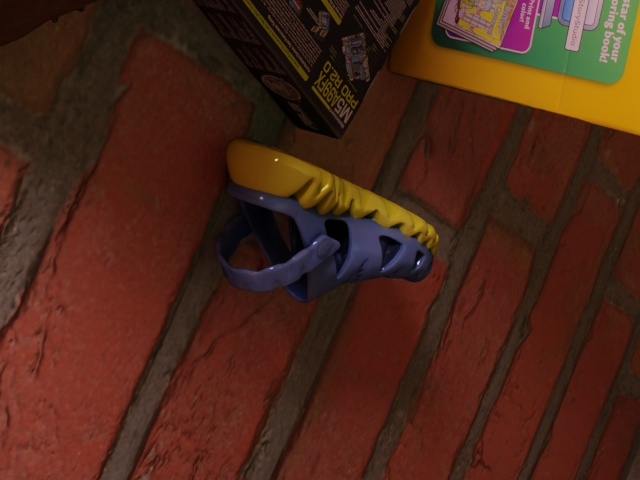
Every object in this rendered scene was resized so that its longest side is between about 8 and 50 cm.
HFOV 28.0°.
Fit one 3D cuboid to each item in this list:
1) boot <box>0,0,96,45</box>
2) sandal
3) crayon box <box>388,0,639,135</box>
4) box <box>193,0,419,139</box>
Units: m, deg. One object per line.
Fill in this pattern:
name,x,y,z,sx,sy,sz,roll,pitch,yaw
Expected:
boot,-0.191,-0.214,0.953,0.305,0.112,0.115,-22,154,-54
sandal,0.000,0.000,1.288,0.317,0.126,0.138,20,93,-48
crayon box,0.250,-0.316,1.298,0.106,0.313,0.362,-9,113,-53
box,-0.007,-0.255,1.195,0.216,0.060,0.270,-61,144,-13
